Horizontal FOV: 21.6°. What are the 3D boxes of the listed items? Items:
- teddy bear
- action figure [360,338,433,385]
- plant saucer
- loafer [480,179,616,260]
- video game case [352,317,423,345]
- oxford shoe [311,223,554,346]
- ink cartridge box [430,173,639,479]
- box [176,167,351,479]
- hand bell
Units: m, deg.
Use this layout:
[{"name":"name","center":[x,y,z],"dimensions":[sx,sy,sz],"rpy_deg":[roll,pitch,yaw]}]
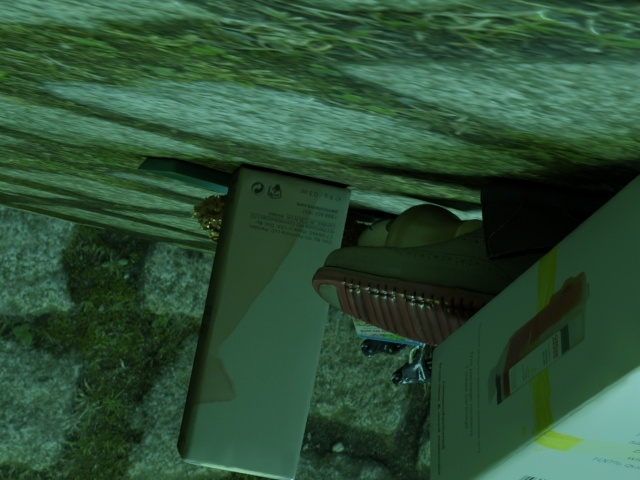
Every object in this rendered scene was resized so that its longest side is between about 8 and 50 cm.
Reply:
[{"name":"teddy bear","center":[0.000,0.000,2.039],"dimensions":[0.245,0.113,0.338],"rpy_deg":[22,178,-35]},{"name":"action figure","center":[0.124,0.076,2.380],"dimensions":[0.164,0.141,0.275],"rpy_deg":[40,150,31]},{"name":"plant saucer","center":[-0.111,-0.065,1.884],"dimensions":[0.192,0.018,0.067],"rpy_deg":[16,174,-42]},{"name":"loafer","center":[0.237,0.002,1.419],"dimensions":[0.220,0.078,0.080],"rpy_deg":[9,176,28]},{"name":"video game case","center":[0.075,0.064,2.283],"dimensions":[0.119,0.166,0.015],"rpy_deg":[5,-149,43]},{"name":"oxford shoe","center":[0.169,0.028,1.521],"dimensions":[0.348,0.130,0.123],"rpy_deg":[6,159,8]},{"name":"ink cartridge box","center":[0.287,0.110,1.313],"dimensions":[0.279,0.160,0.384],"rpy_deg":[12,153,-17]},{"name":"box","center":[-0.062,0.088,1.781],"dimensions":[0.121,0.311,0.148],"rpy_deg":[12,176,-7]},{"name":"hand bell","center":[0.184,0.003,1.645],"dimensions":[0.126,0.126,0.242],"rpy_deg":[13,162,-32]}]
